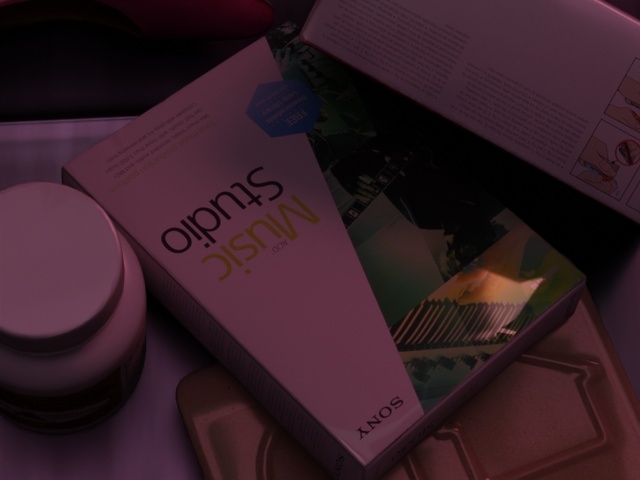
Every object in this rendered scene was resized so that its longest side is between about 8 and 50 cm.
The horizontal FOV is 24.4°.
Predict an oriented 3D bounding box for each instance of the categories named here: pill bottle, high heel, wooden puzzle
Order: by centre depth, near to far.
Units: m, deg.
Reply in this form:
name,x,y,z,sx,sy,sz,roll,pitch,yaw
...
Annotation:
name,x,y,z,sx,sy,sz,roll,pitch,yaw
pill bottle,-0.184,0.047,1.007,0.131,0.229,0.131,2,71,-6
wooden puzzle,0.098,0.208,1.075,0.322,0.080,0.348,-18,70,-13
high heel,-0.232,-0.155,1.146,0.377,0.127,0.181,12,84,0

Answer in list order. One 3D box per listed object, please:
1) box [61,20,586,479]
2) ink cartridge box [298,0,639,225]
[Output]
name,x,y,z,sx,sy,sz,roll,pitch,yaw
box,0.000,0.000,1.085,0.232,0.058,0.322,-37,69,-26
ink cartridge box,0.164,-0.137,1.144,0.309,0.272,0.130,29,101,4
